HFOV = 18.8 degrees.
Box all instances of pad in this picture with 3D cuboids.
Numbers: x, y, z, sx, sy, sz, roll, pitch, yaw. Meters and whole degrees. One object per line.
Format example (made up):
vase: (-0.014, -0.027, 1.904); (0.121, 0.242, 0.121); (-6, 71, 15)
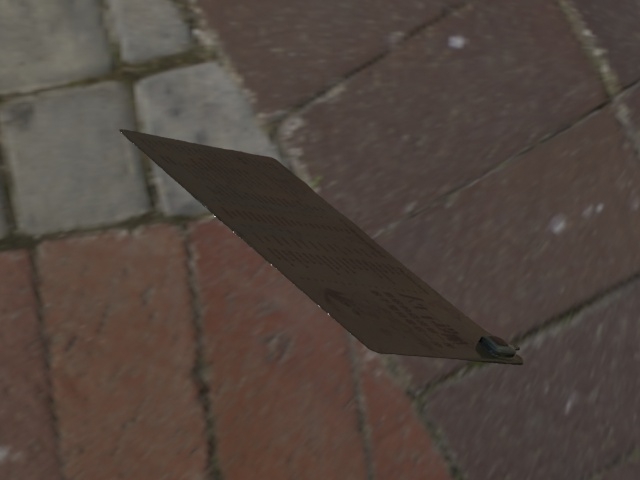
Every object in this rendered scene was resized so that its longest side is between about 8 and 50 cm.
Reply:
pad: (0.000, 0.000, 1.238); (0.265, 0.159, 0.009); (40, 110, 36)
